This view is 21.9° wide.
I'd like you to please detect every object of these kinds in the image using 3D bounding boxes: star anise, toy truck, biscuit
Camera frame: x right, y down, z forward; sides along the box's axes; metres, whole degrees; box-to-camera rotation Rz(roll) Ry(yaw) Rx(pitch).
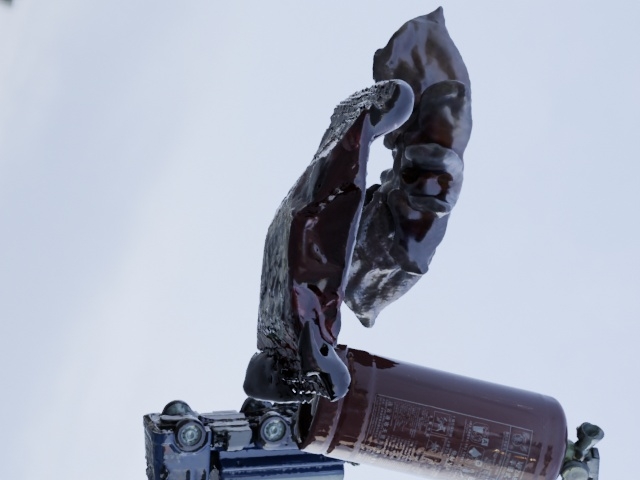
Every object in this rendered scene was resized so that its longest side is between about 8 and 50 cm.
[{"bbox_3d":[0.072,-0.053,1.464,0.198,0.110,0.257,-84,-172,-55],"label":"star anise"},{"bbox_3d":[-0.063,0.192,1.527,0.074,0.201,0.088,-143,-127,-69],"label":"toy truck"},{"bbox_3d":[0.002,-0.001,1.129,0.151,0.063,0.235,169,-64,-78],"label":"biscuit"}]

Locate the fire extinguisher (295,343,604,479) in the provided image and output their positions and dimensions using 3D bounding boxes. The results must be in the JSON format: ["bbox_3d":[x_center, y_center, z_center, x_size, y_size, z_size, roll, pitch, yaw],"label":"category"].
[{"bbox_3d":[0.118,0.162,1.381,0.105,0.269,0.105,-166,-90,-80],"label":"fire extinguisher"}]
